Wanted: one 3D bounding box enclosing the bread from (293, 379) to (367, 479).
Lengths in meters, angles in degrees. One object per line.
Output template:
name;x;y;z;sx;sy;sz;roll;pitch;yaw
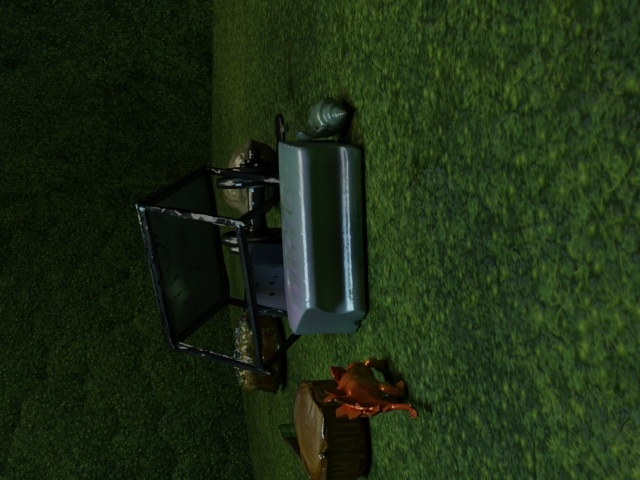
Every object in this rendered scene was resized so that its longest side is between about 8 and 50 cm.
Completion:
bread;0.022;0.353;1.426;0.199;0.104;0.199;178;90;-74

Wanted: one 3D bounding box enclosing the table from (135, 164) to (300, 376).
table;-0.172;0.052;1.560;0.222;0.272;0.335;-40;-48;-49

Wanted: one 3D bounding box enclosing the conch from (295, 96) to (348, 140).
conch;0.006;-0.202;1.333;0.088;0.065;0.180;-60;17;-13

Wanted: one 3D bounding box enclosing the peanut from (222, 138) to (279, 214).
peanut;-0.180;-0.156;2.086;0.159;0.143;0.291;48;153;9

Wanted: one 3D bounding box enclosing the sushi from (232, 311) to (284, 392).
sushi;-0.183;0.336;2.263;0.184;0.139;0.274;-133;46;-74

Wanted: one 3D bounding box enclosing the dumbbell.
dumbbell;-0.153;-0.075;1.856;0.192;0.192;0.290;-155;61;-76

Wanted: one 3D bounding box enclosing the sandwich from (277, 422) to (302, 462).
sandwich;-0.066;0.531;1.956;0.074;0.074;0.117;-134;41;-72

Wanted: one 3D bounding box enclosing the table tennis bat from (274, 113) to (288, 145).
table tennis bat;-0.101;-0.279;1.946;0.156;0.013;0.087;-160;66;-77

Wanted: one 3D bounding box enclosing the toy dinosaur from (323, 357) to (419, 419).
toy dinosaur;0.062;0.229;1.152;0.288;0.117;0.071;-147;54;-78

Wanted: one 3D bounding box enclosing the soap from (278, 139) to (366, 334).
soap;0.000;0.000;1.353;0.208;0.115;0.347;-139;45;-74

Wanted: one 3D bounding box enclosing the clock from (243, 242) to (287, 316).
clock;-0.104;0.095;1.794;0.193;0.144;0.073;100;173;-49
